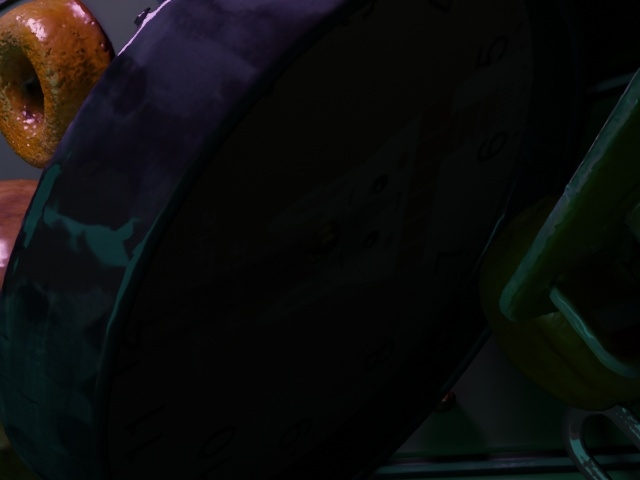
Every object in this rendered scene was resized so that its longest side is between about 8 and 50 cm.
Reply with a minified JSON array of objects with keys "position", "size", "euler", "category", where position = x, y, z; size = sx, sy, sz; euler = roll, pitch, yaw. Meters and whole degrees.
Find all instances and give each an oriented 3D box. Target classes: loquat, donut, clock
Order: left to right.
[{"position":[-0.229,-0.130,1.354],"size":[0.152,0.058,0.152],"euler":[25,125,43],"category":"donut"},{"position":[0.000,0.000,0.866],"size":[0.076,0.386,0.386],"euler":[34,128,30],"category":"clock"},{"position":[0.155,0.033,0.903],"size":[0.137,0.113,0.137],"euler":[17,127,24],"category":"loquat"}]

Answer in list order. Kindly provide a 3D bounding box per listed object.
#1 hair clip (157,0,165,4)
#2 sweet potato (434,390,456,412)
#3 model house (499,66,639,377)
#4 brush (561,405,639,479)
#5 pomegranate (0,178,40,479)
[{"position":[-0.085,-0.123,1.203],"size":[0.070,0.039,0.229],"euler":[-35,71,50],"category":"hair clip"},{"position":[0.037,0.139,1.140],"size":[0.044,0.044,0.179],"euler":[59,140,17],"category":"sweet potato"},{"position":[0.238,0.029,0.609],"size":[0.323,0.340,0.300],"euler":[52,135,28],"category":"model house"},{"position":[0.220,0.177,0.929],"size":[0.233,0.047,0.103],"euler":[51,137,27],"category":"brush"},{"position":[-0.233,0.080,1.277],"size":[0.281,0.281,0.281],"euler":[22,120,45],"category":"pomegranate"}]
